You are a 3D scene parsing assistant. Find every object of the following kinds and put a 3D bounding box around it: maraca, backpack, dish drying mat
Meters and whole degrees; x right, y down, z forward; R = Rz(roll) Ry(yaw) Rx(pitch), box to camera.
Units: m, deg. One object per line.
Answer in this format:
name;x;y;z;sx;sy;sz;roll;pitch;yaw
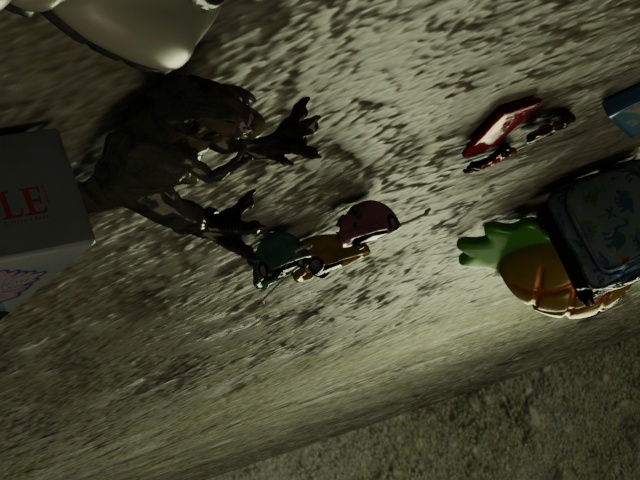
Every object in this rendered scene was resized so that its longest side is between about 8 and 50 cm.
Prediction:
maraca;0.216;0.017;1.585;0.185;0.099;0.127;17;147;-29
backpack;0.263;-0.016;1.474;0.114;0.105;0.084;-25;171;-11
dish drying mat;0.123;-0.078;1.161;0.032;0.008;0.083;-18;168;-20

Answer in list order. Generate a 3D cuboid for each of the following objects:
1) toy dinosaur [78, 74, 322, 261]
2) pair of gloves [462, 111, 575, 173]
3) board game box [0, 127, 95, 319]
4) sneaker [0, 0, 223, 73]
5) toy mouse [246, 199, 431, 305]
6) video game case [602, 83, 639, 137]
toy dinosaur;-0.073;-0.032;0.880;0.118;0.064;0.268;2;159;-29
pair of gloves;0.143;-0.070;1.214;0.083;0.010;0.074;-29;177;27
board game box;-0.319;0.056;0.818;0.318;0.066;0.318;-13;166;-39
sneaker;-0.071;-0.122;0.419;0.110;0.107;0.275;-44;169;12
toy mouse;0.000;0.000;1.244;0.161;0.031;0.143;-24;169;11
video game case;0.296;-0.123;1.254;0.166;0.015;0.119;-24;169;15
